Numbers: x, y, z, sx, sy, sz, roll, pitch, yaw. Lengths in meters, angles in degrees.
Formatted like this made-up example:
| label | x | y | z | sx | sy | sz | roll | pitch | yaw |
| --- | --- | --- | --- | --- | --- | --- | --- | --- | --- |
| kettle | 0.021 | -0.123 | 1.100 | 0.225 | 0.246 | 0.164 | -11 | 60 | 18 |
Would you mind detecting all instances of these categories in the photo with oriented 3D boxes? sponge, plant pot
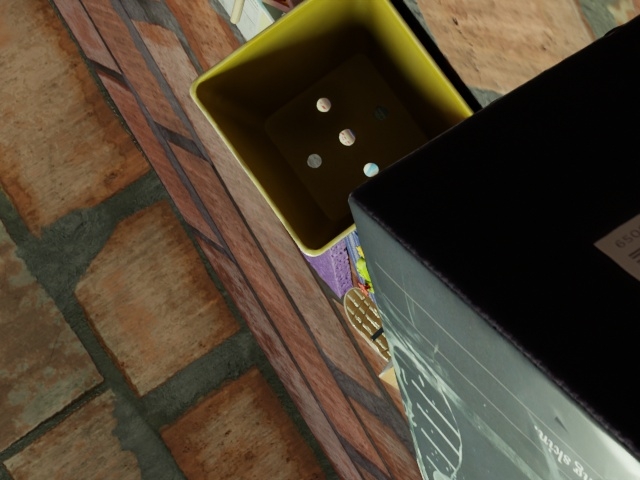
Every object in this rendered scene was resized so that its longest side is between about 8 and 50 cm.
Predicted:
| label | x | y | z | sx | sy | sz | roll | pitch | yaw |
| --- | --- | --- | --- | --- | --- | --- | --- | --- | --- |
| sponge | 0.000 | 0.000 | 2.341 | 0.117 | 0.031 | 0.210 | 51 | 168 | 24 |
| plant pot | 0.021 | -0.120 | 1.559 | 0.212 | 0.212 | 0.187 | 54 | -179 | 6 |

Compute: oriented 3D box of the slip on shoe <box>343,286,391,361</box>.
| label | x | y | z | sx | sy | sz | roll | pitch | yaw |
| --- | --- | --- | --- | --- | --- | --- | --- | --- | --- |
| slip on shoe | 0.083 | 0.131 | 2.337 | 0.135 | 0.051 | 0.041 | 50 | 180 | 0 |

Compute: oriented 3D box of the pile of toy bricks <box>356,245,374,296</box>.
| label | x | y | z | sx | sy | sz | roll | pitch | yaw |
| --- | --- | --- | --- | --- | --- | --- | --- | --- | --- |
| pile of toy bricks | 0.087 | 0.024 | 1.879 | 0.212 | 0.105 | 0.118 | 62 | 167 | -28 |

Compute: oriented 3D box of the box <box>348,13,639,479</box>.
| label | x | y | z | sx | sy | sz | roll | pitch | yaw |
| --- | --- | --- | --- | --- | --- | --- | --- | --- | --- |
| box | 0.297 | 0.181 | 0.942 | 0.480 | 0.297 | 0.472 | 44 | 159 | 44 |

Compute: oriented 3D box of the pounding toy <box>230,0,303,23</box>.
| label | x | y | z | sx | sy | sz | roll | pitch | yaw |
| --- | --- | --- | --- | --- | --- | --- | --- | --- | --- |
| pounding toy | -0.053 | -0.293 | 1.589 | 0.141 | 0.100 | 0.130 | 36 | 157 | 58 |

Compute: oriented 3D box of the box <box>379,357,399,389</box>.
| label | x | y | z | sx | sy | sz | roll | pitch | yaw |
| --- | --- | --- | --- | --- | --- | --- | --- | --- | --- |
| box | 0.172 | 0.169 | 1.843 | 0.170 | 0.091 | 0.130 | 34 | 166 | 2 |

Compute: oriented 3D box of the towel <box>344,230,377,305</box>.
| label | x | y | z | sx | sy | sz | roll | pitch | yaw |
| --- | --- | --- | --- | --- | --- | --- | --- | --- | --- |
| towel | 0.141 | 0.111 | 2.098 | 0.336 | 0.040 | 0.243 | 51 | 169 | 32 |

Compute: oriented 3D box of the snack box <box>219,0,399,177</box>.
| label | x | y | z | sx | sy | sz | roll | pitch | yaw |
| --- | --- | --- | --- | --- | --- | --- | --- | --- | --- |
| snack box | -0.019 | -0.214 | 1.758 | 0.322 | 0.060 | 0.187 | 55 | 172 | 4 |
